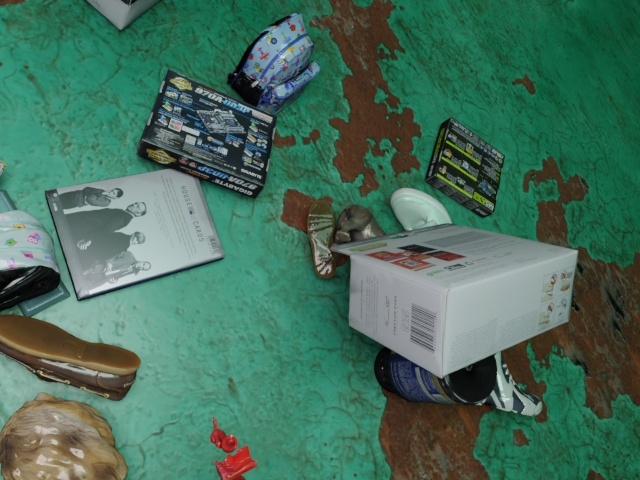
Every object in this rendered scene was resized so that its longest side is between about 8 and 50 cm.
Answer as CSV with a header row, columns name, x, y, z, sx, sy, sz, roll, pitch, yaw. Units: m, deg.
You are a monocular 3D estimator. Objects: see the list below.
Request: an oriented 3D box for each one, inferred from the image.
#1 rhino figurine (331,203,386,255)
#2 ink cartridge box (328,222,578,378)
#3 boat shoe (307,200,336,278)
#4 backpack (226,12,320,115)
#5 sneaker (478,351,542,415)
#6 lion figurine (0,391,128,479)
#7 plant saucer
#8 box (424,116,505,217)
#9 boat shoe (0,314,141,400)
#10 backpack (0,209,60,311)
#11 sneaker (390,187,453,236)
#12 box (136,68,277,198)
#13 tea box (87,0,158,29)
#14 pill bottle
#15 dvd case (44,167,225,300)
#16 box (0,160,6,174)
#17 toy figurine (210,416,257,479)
name,x,y,z,sx,sy,sz,roll,pitch,yaw
rhino figurine,0.110,0.027,0.926,0.243,0.073,0.106,47,48,-29
ink cartridge box,0.209,0.070,0.786,0.309,0.272,0.130,-10,107,-32
boat shoe,0.000,0.000,0.916,0.056,0.049,0.152,-1,79,-8
backpack,-0.076,-0.339,0.905,0.117,0.173,0.158,49,59,-6
sneaker,0.373,0.274,0.996,0.235,0.094,0.153,15,77,-12
lion figurine,-0.334,0.404,0.563,0.240,0.142,0.392,36,54,-29
plant saucer,-0.452,0.017,0.698,0.067,0.018,0.192,-32,92,-30
box,0.358,-0.178,1.154,0.191,0.045,0.184,28,67,-18
boat shoe,-0.366,0.171,0.666,0.207,0.073,0.073,25,105,-12
backpack,-0.443,0.037,0.612,0.182,0.152,0.115,-18,80,-21
sneaker,0.227,0.013,0.981,0.256,0.094,0.151,48,41,-9
box,-0.195,-0.191,0.853,0.220,0.051,0.175,19,56,-22
tea box,-0.353,-0.594,0.742,0.329,0.323,0.220,41,59,-15
pill bottle,0.193,0.227,0.846,0.123,0.219,0.122,8,72,-25
dvd case,-0.298,-0.021,0.781,0.239,0.029,0.179,-17,83,-31
box,-0.525,-0.123,0.630,0.169,0.059,0.054,44,53,-51
toy figurine,-0.168,0.433,0.571,0.217,0.191,0.362,-15,106,-29
